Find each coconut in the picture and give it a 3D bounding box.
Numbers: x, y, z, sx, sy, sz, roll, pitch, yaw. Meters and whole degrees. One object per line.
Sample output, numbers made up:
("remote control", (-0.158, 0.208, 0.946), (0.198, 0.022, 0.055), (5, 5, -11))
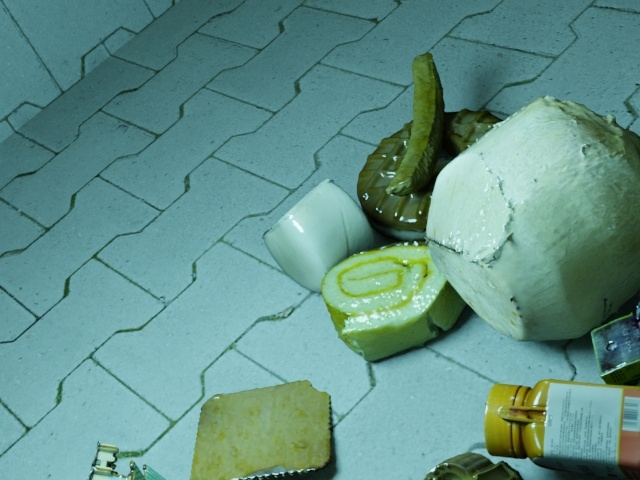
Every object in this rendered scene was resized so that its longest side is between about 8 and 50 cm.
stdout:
("coconut", (0.360, -0.042, 1.720), (0.360, 0.346, 0.346), (-39, 37, -11))

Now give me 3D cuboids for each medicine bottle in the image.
("medicine bottle", (0.341, 0.253, 1.494), (0.222, 0.149, 0.112), (2, 72, 24))

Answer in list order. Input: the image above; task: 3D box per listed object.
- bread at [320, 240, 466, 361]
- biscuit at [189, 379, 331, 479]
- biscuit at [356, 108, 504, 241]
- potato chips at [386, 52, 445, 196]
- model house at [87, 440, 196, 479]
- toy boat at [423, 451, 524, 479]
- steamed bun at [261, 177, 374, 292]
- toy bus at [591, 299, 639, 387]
("bread", (0.133, 0.102, 1.882), (0.257, 0.124, 0.186), (-17, 44, 15))
("biscuit", (-0.095, 0.313, 1.821), (0.232, 0.013, 0.237), (-11, 30, 7))
("biscuit", (0.221, -0.126, 2.106), (0.332, 0.103, 0.332), (-19, 38, 15))
("potato chips", (0.192, -0.213, 2.082), (0.057, 0.080, 0.407), (-26, 34, 34))
("model house", (-0.260, 0.438, 1.694), (0.206, 0.271, 0.178), (11, 37, -5))
("toy boat", (0.197, 0.334, 1.451), (0.115, 0.310, 0.089), (46, 104, 21))
("steamed bun", (0.000, 0.000, 2.030), (0.146, 0.164, 0.242), (-41, 3, -18))
("toy bus", (0.544, 0.136, 1.552), (0.302, 0.139, 0.113), (-23, 35, 22))
